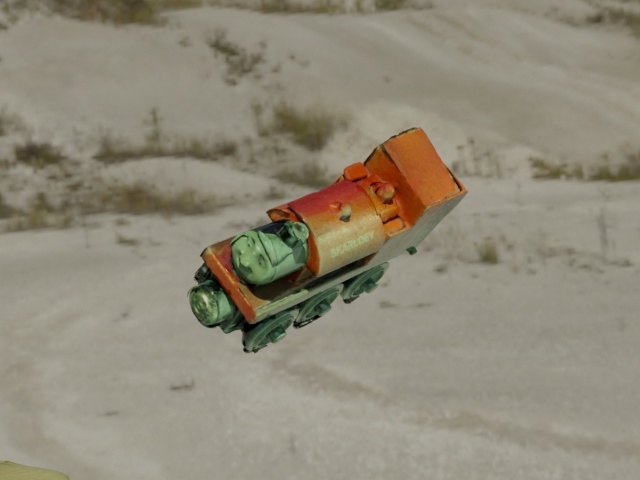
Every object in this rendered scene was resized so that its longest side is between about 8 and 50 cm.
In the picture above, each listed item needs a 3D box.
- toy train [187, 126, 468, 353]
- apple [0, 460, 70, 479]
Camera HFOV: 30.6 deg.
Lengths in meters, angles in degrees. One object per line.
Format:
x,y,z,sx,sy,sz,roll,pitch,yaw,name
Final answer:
0.000,0.000,0.730,0.176,0.074,0.118,-21,-22,-44,toy train
-0.467,0.280,1.172,0.320,0.311,0.360,-43,-13,12,apple
